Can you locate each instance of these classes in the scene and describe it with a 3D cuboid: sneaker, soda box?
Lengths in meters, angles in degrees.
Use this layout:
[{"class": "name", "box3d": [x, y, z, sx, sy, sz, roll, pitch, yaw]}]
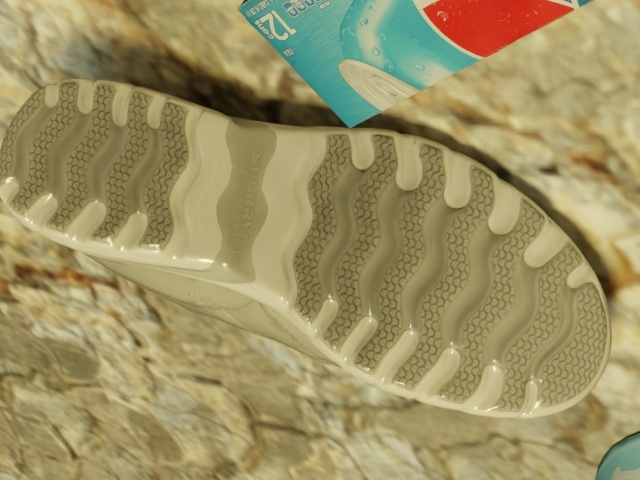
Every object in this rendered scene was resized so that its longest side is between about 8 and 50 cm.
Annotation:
[{"class": "sneaker", "box3d": [0.000, 0.000, 0.873, 0.281, 0.105, 0.115, 23, 174, 15]}, {"class": "soda box", "box3d": [0.064, -0.114, 0.675, 0.067, 0.071, 0.210, 46, 144, -14]}]

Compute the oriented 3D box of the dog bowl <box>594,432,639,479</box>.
[{"class": "dog bowl", "box3d": [0.228, 0.216, 0.930, 0.166, 0.074, 0.297, -11, 124, 47]}]
